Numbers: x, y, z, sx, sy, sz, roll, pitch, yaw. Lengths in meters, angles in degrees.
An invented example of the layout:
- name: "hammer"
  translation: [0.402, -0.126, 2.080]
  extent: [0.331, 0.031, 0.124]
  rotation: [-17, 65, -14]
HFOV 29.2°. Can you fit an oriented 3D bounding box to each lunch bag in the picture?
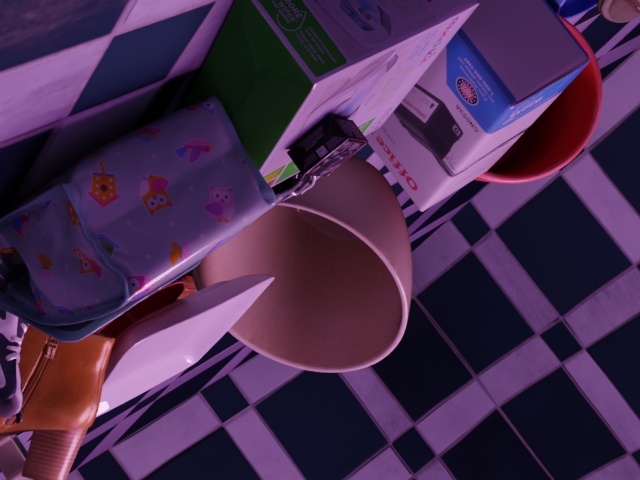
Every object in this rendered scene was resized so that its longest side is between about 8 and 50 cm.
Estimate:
- name: "lunch bag"
  translation: [-0.212, -0.011, 1.275]
  extent: [0.223, 0.160, 0.262]
  rotation: [-36, -173, -40]

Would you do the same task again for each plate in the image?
- name: "plate"
  translation: [-0.229, 0.151, 1.757]
  extent: [0.277, 0.045, 0.278]
  rotation: [-27, 165, -44]

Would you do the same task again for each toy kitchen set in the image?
- name: "toy kitchen set"
  translation: [-0.408, 0.241, 1.821]
  extent: [0.207, 0.166, 0.122]
  rotation: [-36, 172, -6]

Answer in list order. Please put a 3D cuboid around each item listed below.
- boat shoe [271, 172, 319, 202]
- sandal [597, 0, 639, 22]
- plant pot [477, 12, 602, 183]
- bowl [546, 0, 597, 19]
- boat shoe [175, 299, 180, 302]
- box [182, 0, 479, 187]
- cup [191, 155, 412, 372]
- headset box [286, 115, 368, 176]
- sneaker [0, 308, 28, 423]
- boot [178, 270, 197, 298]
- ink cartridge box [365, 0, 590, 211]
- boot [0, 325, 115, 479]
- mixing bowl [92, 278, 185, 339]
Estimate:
- name: "boat shoe"
  translation: [-0.046, -0.105, 1.463]
  extent: [0.105, 0.113, 0.306]
  rotation: [-23, -172, 43]
- name: "sandal"
  translation: [0.497, -0.385, 1.843]
  extent: [0.120, 0.086, 0.303]
  rotation: [-36, 172, -3]
- name: "plant pot"
  translation: [0.264, -0.207, 1.890]
  extent: [0.275, 0.275, 0.243]
  rotation: [-36, 180, -9]
- name: "bowl"
  translation: [0.487, -0.484, 1.825]
  extent: [0.391, 0.077, 0.391]
  rotation: [-36, 171, -6]
- name: "boat shoe"
  translation: [-0.299, 0.157, 1.999]
  extent: [0.123, 0.123, 0.342]
  rotation: [-40, 178, 13]
- name: "box"
  translation: [-0.001, -0.185, 1.286]
  extent: [0.231, 0.126, 0.262]
  rotation: [-30, 169, -32]
- name: "cup"
  translation: [0.000, 0.000, 1.853]
  extent: [0.331, 0.331, 0.237]
  rotation: [-44, -166, 43]
- name: "headset box"
  translation: [0.010, -0.096, 1.269]
  extent: [0.062, 0.032, 0.083]
  rotation: [-38, 171, 16]
- name: "sneaker"
  translation: [-0.364, 0.132, 1.434]
  extent: [0.235, 0.153, 0.094]
  rotation: [-32, 171, -32]
- name: "boot"
  translation: [-0.200, 0.049, 1.967]
  extent: [0.152, 0.073, 0.197]
  rotation: [-37, 171, 32]
- name: "ink cartridge box"
  translation: [0.146, -0.201, 1.454]
  extent: [0.129, 0.223, 0.307]
  rotation: [-33, 171, -23]
- name: "boot"
  translation: [-0.417, 0.167, 1.520]
  extent: [0.104, 0.295, 0.211]
  rotation: [161, -56, -82]
- name: "mixing bowl"
  translation: [-0.282, 0.073, 1.643]
  extent: [0.181, 0.098, 0.181]
  rotation: [-37, 172, -6]
